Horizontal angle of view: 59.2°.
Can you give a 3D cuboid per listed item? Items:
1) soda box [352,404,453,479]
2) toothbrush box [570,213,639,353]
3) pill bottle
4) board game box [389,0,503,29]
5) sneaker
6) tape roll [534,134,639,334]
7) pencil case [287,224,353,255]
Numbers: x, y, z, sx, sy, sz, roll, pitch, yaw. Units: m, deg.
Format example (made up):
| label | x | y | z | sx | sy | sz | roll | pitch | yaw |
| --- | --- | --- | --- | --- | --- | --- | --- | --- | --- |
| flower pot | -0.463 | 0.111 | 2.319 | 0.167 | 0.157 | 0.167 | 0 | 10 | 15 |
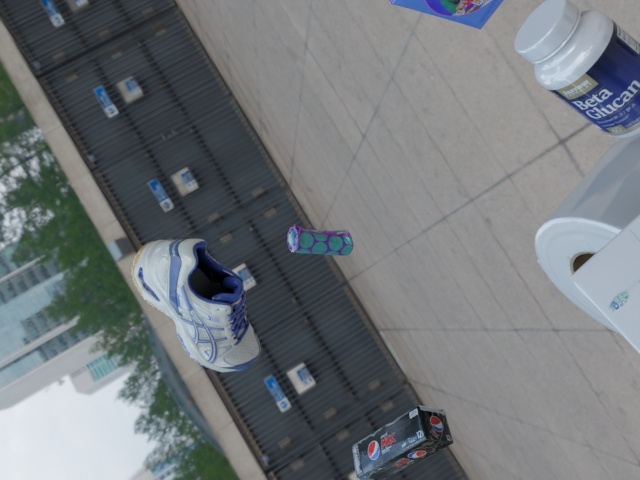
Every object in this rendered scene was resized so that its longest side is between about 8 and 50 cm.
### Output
| label | x | y | z | sx | sy | sz | roll | pitch | yaw |
| --- | --- | --- | --- | --- | --- | --- | --- | --- | --- |
| soda box | 0.123 | 0.315 | 0.870 | 0.060 | 0.169 | 0.053 | 18 | -136 | -30 |
| toothbrush box | 0.369 | 0.014 | 0.380 | 0.126 | 0.295 | 0.216 | 27 | -157 | -36 |
| pill bottle | 0.304 | -0.195 | 0.631 | 0.169 | 0.094 | 0.094 | 28 | -178 | -18 |
| board game box | 0.299 | -0.567 | 1.017 | 0.347 | 0.233 | 0.078 | -50 | 45 | 48 |
| sneaker | -0.166 | 0.114 | 0.898 | 0.296 | 0.131 | 0.111 | 54 | -142 | -36 |
| tape roll | 0.434 | 0.004 | 0.736 | 0.246 | 0.169 | 0.246 | 41 | 166 | 13 |
| pencil case | 0.000 | 0.000 | 1.349 | 0.064 | 0.152 | 0.070 | -115 | 35 | -47 |
